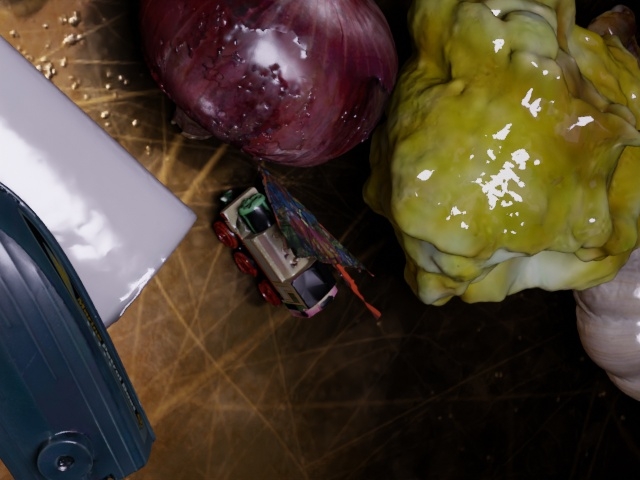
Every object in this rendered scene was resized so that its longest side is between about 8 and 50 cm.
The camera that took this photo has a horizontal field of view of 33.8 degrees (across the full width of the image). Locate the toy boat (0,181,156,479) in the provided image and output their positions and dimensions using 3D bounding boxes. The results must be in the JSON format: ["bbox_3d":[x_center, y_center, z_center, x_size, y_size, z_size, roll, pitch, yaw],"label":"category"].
[{"bbox_3d":[-0.227,0.067,0.801,0.114,0.122,0.296,-20,116,-2],"label":"toy boat"}]

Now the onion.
[{"bbox_3d":[-0.058,-0.169,0.930,0.252,0.219,0.252,29,41,-29],"label":"onion"}]

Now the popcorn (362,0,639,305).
[{"bbox_3d":[0.184,-0.092,1.029,0.334,0.293,0.292,35,35,-59],"label":"popcorn"}]

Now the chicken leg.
[{"bbox_3d":[0.399,-0.174,1.229,0.251,0.087,0.107,42,53,-16],"label":"chicken leg"}]

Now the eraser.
[{"bbox_3d":[-0.257,-0.045,0.874,0.270,0.094,0.174,44,79,-23],"label":"eraser"}]

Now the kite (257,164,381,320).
[{"bbox_3d":[0.000,0.000,0.993,0.009,0.232,0.189,-40,76,12],"label":"kite"}]

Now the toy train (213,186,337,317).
[{"bbox_3d":[-0.044,0.010,0.994,0.050,0.087,0.138,-42,109,-23],"label":"toy train"}]

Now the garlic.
[{"bbox_3d":[0.375,0.067,1.179,0.227,0.152,0.228,3,84,-33],"label":"garlic"}]
